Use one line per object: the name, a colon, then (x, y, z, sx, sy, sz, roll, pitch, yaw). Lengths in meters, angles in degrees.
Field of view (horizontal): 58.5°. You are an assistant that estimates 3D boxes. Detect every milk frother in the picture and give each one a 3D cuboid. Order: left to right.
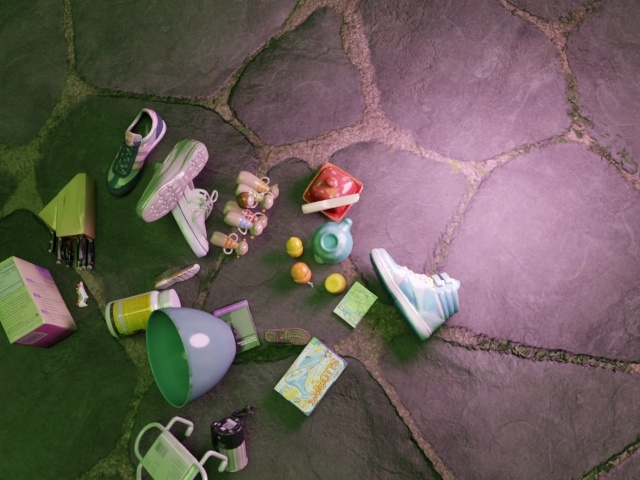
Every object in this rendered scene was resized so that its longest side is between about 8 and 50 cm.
milk frother: (-0.248, 0.586, 1.714, 0.143, 0.129, 0.135, -15, 112, -28)

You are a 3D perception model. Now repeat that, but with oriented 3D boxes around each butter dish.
butter dish: (0.039, -0.174, 1.868, 0.159, 0.118, 0.160, 34, 80, 10)

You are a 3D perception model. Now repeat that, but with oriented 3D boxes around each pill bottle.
pill bottle: (-0.556, 0.226, 1.806, 0.208, 0.119, 0.119, -14, 76, 1)

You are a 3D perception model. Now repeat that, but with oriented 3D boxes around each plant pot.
plant pot: (-0.371, 0.327, 1.714, 0.195, 0.290, 0.290, -11, 72, -38)

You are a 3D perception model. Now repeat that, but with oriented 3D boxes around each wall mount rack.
wall mount rack: (-0.428, 0.693, 1.636, 0.350, 0.130, 0.304, 22, 73, 45)

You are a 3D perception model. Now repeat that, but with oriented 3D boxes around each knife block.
knife block: (-0.797, -0.050, 1.908, 0.242, 0.088, 0.276, 39, 81, 11)

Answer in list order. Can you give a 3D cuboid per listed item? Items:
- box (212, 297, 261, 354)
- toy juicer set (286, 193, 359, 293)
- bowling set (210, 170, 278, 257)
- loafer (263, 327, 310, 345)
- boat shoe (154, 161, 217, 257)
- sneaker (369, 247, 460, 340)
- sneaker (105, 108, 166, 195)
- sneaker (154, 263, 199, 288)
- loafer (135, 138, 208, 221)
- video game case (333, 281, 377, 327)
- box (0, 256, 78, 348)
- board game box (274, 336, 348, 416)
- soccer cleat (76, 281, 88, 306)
box: (-0.267, 0.278, 1.822, 0.116, 0.029, 0.162, -20, 74, 0)
toy juicer set: (0.000, 0.000, 1.844, 0.209, 0.089, 0.329, 10, 88, 10)
bowling set: (-0.220, -0.082, 1.815, 0.154, 0.200, 0.287, 24, 83, -20)
loafer: (-0.106, 0.300, 1.797, 0.148, 0.050, 0.056, 8, 80, -10)
boat shoe: (-0.413, -0.125, 1.890, 0.156, 0.136, 0.367, -25, 66, -6)
sneaker: (0.306, 0.125, 1.776, 0.208, 0.127, 0.319, -32, 86, -3)
sneaker: (-0.647, -0.308, 1.939, 0.112, 0.131, 0.319, 23, 79, 9)
sneaker: (-0.474, 0.101, 1.865, 0.157, 0.061, 0.065, -23, 69, -3)
loafer: (-0.480, -0.193, 1.802, 0.111, 0.112, 0.319, 21, 60, 22)
video game case: (0.112, 0.204, 1.824, 0.087, 0.011, 0.122, 37, 81, 11)
box: (-0.905, 0.199, 1.787, 0.117, 0.213, 0.243, -31, 76, -5)
board game box: (-0.028, 0.419, 1.767, 0.136, 0.035, 0.201, 36, 81, 11)
soccer cleat: (-0.782, 0.178, 1.882, 0.035, 0.029, 0.083, 0, 79, -5)
